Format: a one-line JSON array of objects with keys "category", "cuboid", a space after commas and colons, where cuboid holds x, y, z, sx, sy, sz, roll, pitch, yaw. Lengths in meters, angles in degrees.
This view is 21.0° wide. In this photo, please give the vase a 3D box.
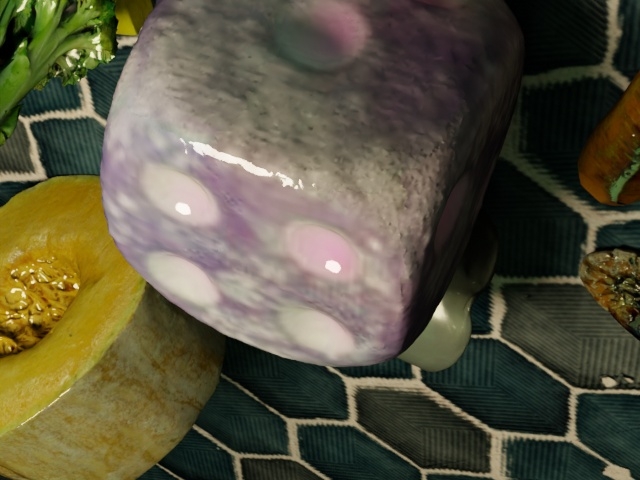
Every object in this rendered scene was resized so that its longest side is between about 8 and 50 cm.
[{"category": "vase", "cuboid": [0.000, 0.000, 1.590, 0.300, 0.156, 0.251, 20, -176, -1]}]

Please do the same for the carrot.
[{"category": "carrot", "cuboid": [0.265, -0.113, 1.331, 0.070, 0.070, 0.260, 26, 147, 3]}]

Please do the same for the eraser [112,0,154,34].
[{"category": "eraser", "cuboid": [-0.210, -0.242, 1.522, 0.097, 0.045, 0.122, 10, 145, 24]}]

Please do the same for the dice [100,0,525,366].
[{"category": "dice", "cuboid": [-0.002, -0.080, 1.382, 0.270, 0.270, 0.271, 21, 148, 11]}]

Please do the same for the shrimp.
[{"category": "shrimp", "cuboid": [0.304, 0.064, 1.584, 0.091, 0.034, 0.161, -14, 129, 46]}]

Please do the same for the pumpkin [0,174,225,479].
[{"category": "pumpkin", "cuboid": [-0.265, 0.118, 1.825, 0.332, 0.332, 0.199, 2, 145, 35]}]

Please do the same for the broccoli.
[{"category": "broccoli", "cuboid": [-0.316, -0.159, 1.423, 0.254, 0.269, 0.269, 26, 155, -38]}]
